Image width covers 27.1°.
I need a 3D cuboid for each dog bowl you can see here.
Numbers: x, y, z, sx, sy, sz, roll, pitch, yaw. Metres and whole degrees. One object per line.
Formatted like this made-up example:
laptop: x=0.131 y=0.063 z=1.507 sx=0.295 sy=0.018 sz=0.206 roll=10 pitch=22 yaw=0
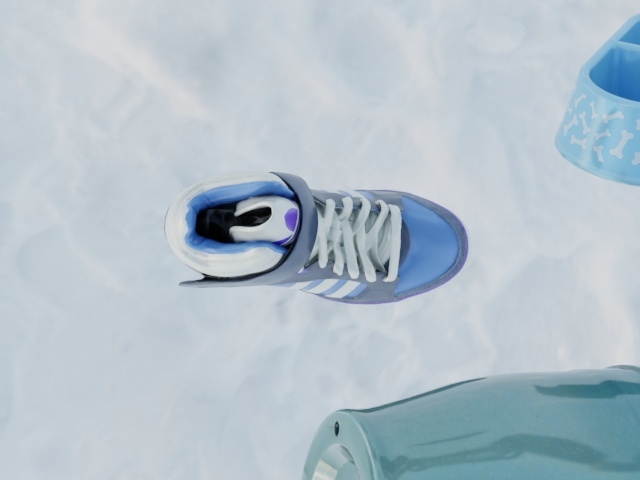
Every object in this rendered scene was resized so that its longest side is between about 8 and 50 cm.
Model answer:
dog bowl: x=0.335 y=-0.146 z=1.269 sx=0.166 sy=0.297 sz=0.074 roll=16 pitch=123 yaw=24

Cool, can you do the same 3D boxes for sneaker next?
sneaker: x=0.000 y=-0.001 z=1.376 sx=0.322 sy=0.236 sz=0.130 roll=5 pitch=88 yaw=4

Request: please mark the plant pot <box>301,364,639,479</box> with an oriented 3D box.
plant pot: x=0.125 y=0.223 z=1.021 sx=0.255 sy=0.271 sz=0.272 roll=6 pitch=104 yaw=-18
